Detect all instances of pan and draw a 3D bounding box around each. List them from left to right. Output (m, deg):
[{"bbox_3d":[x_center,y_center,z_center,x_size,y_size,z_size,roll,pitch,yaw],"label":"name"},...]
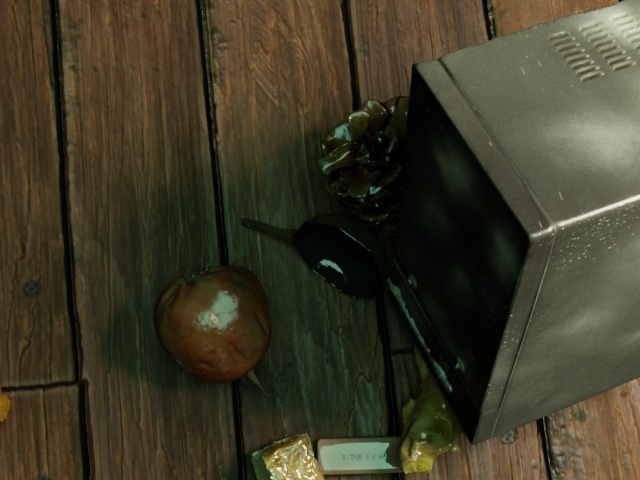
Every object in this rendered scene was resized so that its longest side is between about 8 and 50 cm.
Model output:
[{"bbox_3d":[0.004,-0.008,1.265,0.202,0.128,0.048,36,57,3],"label":"pan"}]

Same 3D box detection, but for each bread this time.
[{"bbox_3d":[-0.039,0.289,1.234,0.070,0.077,0.083,-19,83,-20],"label":"bread"}]

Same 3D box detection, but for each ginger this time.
[{"bbox_3d":[0.165,0.206,1.264,0.115,0.081,0.205,20,72,-17],"label":"ginger"}]

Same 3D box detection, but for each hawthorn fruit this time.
[{"bbox_3d":[-0.122,0.114,1.216,0.149,0.149,0.189,-31,81,-10],"label":"hawthorn fruit"}]

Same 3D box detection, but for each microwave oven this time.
[{"bbox_3d":[0.280,-0.012,1.096,0.375,0.432,0.236,-18,57,-13],"label":"microwave oven"}]

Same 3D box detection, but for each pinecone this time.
[{"bbox_3d":[0.090,-0.096,1.244,0.205,0.184,0.179,14,80,-39],"label":"pinecone"}]

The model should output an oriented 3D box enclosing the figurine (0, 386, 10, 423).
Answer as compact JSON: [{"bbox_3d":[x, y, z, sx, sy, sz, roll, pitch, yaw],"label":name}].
[{"bbox_3d":[-0.454,0.210,1.210,0.143,0.068,0.101,2,73,11],"label":"figurine"}]

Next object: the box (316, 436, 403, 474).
[{"bbox_3d":[0.052,0.277,1.268,0.115,0.025,0.048,1,82,-6],"label":"box"}]
